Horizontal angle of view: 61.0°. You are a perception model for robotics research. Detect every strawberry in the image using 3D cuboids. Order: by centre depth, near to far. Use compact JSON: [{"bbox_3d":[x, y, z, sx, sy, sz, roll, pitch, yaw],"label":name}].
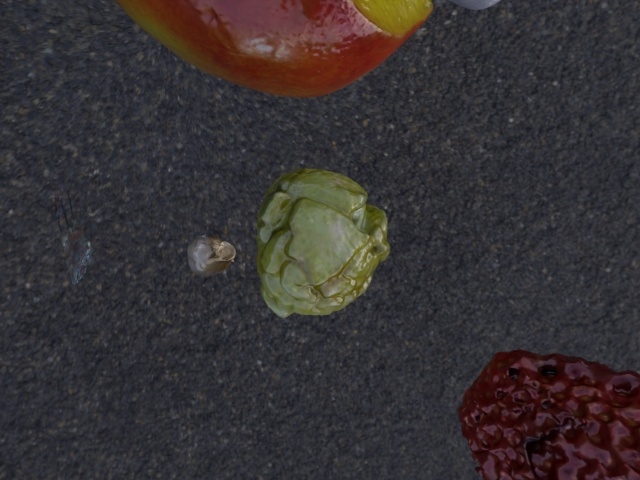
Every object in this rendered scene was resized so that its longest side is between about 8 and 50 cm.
[{"bbox_3d":[0.223,0.163,0.365,0.188,0.286,0.106,-34,138,-32],"label":"strawberry"}]

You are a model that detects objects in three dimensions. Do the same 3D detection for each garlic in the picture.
[{"bbox_3d":[-0.196,0.035,0.967,0.084,0.152,0.066,14,74,-9],"label":"garlic"}]

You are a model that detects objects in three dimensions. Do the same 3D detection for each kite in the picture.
[{"bbox_3d":[-0.538,-0.022,1.171,0.127,0.229,0.016,-40,156,32],"label":"kite"}]

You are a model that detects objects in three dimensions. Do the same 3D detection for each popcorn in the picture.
[{"bbox_3d":[0.000,0.000,0.436,0.106,0.120,0.116,-7,124,-2],"label":"popcorn"}]

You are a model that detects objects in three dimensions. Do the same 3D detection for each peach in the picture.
[{"bbox_3d":[-0.071,-0.301,0.631,0.380,0.242,0.306,12,149,19],"label":"peach"}]

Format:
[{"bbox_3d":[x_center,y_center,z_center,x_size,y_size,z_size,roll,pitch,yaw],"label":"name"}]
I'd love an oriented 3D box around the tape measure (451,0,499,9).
[{"bbox_3d":[0.299,-0.522,0.978,0.120,0.236,0.197,9,100,-25],"label":"tape measure"}]
